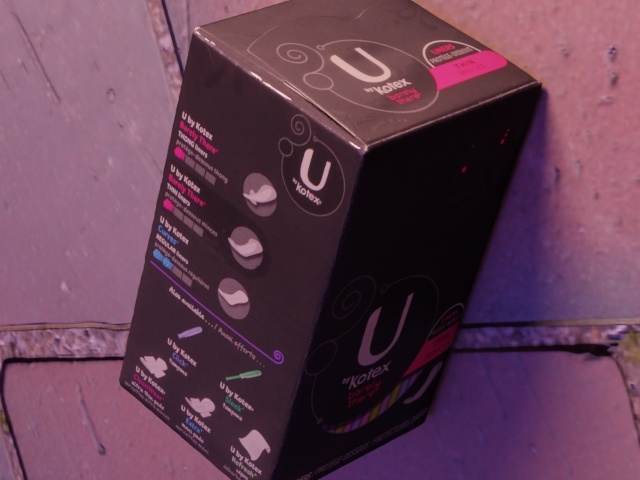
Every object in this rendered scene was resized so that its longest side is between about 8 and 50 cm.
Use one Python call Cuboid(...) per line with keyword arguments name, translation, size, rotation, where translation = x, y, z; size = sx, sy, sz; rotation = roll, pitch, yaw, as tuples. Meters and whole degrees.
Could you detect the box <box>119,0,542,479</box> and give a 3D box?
Cuboid(name="box", translation=(0.000, 0.000, 1.138), size=(0.143, 0.165, 0.270), rotation=(37, 130, 28))
